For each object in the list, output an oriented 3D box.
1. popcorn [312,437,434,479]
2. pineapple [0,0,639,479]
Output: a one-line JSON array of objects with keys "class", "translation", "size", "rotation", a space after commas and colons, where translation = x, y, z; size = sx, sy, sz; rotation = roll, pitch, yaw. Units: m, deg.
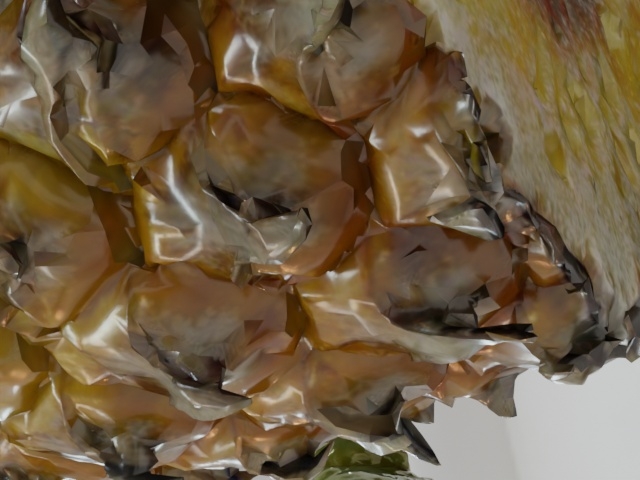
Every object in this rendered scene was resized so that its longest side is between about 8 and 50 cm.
[{"class": "popcorn", "translation": [0.050, 0.301, 1.137], "size": [0.286, 0.174, 0.225], "rotation": [-104, -9, -72]}, {"class": "pineapple", "translation": [-0.046, -0.080, 0.471], "size": [0.352, 0.300, 0.352], "rotation": [-13, -90, -69]}]
